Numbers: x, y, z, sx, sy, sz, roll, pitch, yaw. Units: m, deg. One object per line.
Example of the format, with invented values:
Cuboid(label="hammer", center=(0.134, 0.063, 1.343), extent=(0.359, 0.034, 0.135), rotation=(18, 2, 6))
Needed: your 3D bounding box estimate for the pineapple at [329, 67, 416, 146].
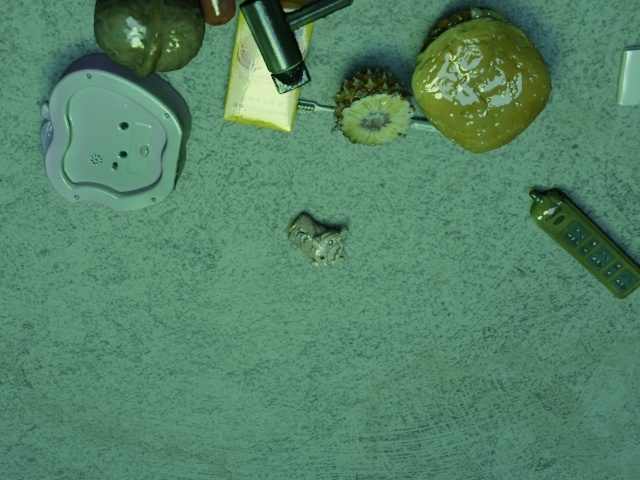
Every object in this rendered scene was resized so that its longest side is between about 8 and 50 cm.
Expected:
Cuboid(label="pineapple", center=(0.103, -0.296, 1.709), extent=(0.176, 0.137, 0.161), rotation=(-2, 144, -7))

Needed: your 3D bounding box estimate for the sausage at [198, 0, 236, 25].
Cuboid(label="sausage", center=(-0.209, -0.489, 1.624), extent=(0.076, 0.076, 0.141), rotation=(-6, 121, 4))

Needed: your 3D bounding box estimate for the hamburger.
Cuboid(label="hamburger", center=(0.323, -0.324, 1.684), extent=(0.283, 0.145, 0.259), rotation=(35, 118, -13))

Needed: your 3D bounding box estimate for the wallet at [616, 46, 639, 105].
Cuboid(label="wallet", center=(0.660, -0.345, 1.737), extent=(0.061, 0.025, 0.122), rotation=(-6, 121, -4))

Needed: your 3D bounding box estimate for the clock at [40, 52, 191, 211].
Cuboid(label="clock", center=(-0.447, -0.222, 1.767), extent=(0.338, 0.102, 0.339), rotation=(0, 121, 0))

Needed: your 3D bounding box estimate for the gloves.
Cuboid(label="gloves", center=(-0.008, 0.004, 1.913), extent=(0.144, 0.094, 0.110), rotation=(17, 108, -1))

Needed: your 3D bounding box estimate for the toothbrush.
Cuboid(label="toothbrush", center=(0.115, -0.265, 1.781), extent=(0.342, 0.030, 0.025), rotation=(8, 123, -4))

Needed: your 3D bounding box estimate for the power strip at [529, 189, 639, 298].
Cuboid(label="power strip", center=(0.617, 0.003, 1.923), extent=(0.387, 0.066, 0.092), rotation=(38, 112, -20))

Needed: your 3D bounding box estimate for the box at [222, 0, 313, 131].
Cuboid(label="box", center=(-0.107, -0.366, 1.701), extent=(0.152, 0.043, 0.269), rotation=(9, 116, -6))

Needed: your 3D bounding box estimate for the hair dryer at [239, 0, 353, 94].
Cuboid(label="hair dryer", center=(-0.008, -0.422, 1.621), extent=(0.248, 0.078, 0.196), rotation=(-24, 116, 2))

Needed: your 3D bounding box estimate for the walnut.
Cuboid(label="walnut", center=(-0.329, -0.413, 1.585), extent=(0.224, 0.224, 0.224), rotation=(0, 121, 0))
